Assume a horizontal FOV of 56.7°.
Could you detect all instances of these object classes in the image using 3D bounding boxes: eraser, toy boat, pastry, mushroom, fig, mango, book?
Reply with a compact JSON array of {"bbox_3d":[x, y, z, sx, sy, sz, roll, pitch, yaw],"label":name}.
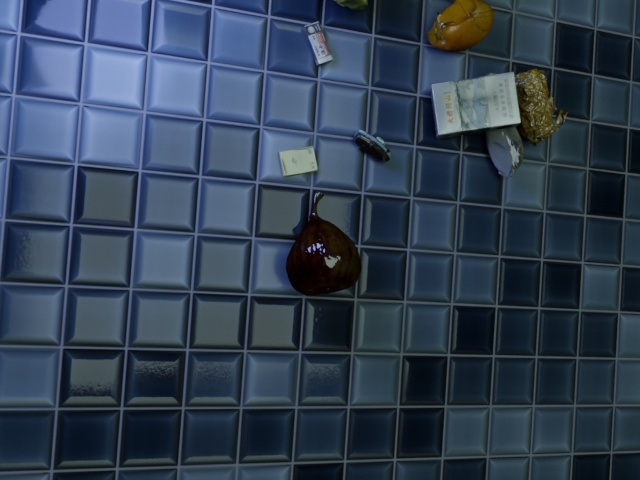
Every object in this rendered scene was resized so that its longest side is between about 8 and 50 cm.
[{"bbox_3d":[-0.008,-0.597,1.803,0.052,0.029,0.122,-23,95,-15],"label":"eraser"},{"bbox_3d":[0.167,-0.297,1.841,0.140,0.059,0.066,36,54,-12],"label":"toy boat"},{"bbox_3d":[0.719,-0.444,1.976,0.154,0.102,0.249,-20,93,-17],"label":"pastry"},{"bbox_3d":[0.591,-0.379,1.944,0.110,0.097,0.351,-12,90,-14],"label":"mushroom"},{"bbox_3d":[0.000,0.000,1.747,0.217,0.217,0.320,1,61,-16],"label":"fig"},{"bbox_3d":[0.453,-0.690,1.891,0.252,0.126,0.153,-28,84,-22],"label":"mango"},{"bbox_3d":[-0.068,-0.238,1.790,0.111,0.014,0.077,-11,91,-17],"label":"book"}]

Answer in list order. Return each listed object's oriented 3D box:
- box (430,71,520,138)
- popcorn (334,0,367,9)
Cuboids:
[{"bbox_3d":[0.487,-0.425,1.875,0.257,0.069,0.164,-8,88,5],"label":"box"},{"bbox_3d":[0.067,-0.799,1.734,0.259,0.212,0.259,-28,127,-44],"label":"popcorn"}]
